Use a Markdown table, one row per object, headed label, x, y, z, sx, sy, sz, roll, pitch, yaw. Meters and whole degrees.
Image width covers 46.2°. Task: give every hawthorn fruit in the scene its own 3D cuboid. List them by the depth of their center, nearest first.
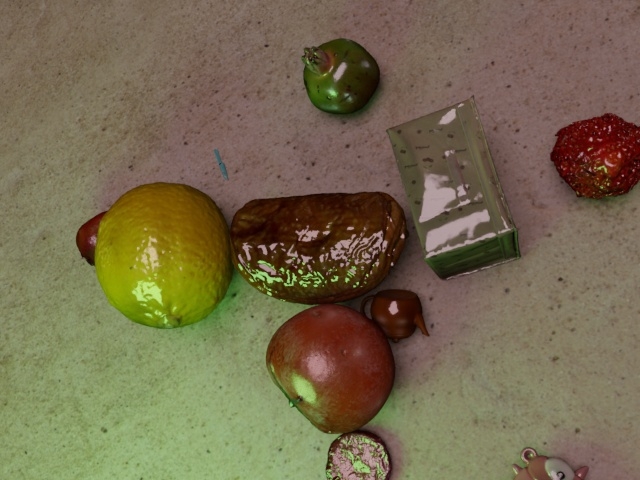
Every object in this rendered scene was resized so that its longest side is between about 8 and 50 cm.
| label | x | y | z | sx | sy | sz | roll | pitch | yaw |
| --- | --- | --- | --- | --- | --- | --- | --- | --- | --- |
| hawthorn fruit | -0.511 | -0.007 | 1.835 | 0.148 | 0.148 | 0.172 | 39 | 83 | 22 |

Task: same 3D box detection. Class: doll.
| label | x | y | z | sx | sy | sz | roll | pitch | yaw |
| --- | --- | --- | --- | --- | --- | --- | --- | --- | --- |
| doll | 0.442 | 0.520 | 1.416 | 0.211 | 0.093 | 0.262 | -14 | 70 | 8 |

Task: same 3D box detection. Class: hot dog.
| label | x | y | z | sx | sy | sz | roll | pitch | yaw |
| --- | --- | --- | --- | --- | --- | --- | --- | --- | --- |
| hot dog | 0.000 | 0.000 | 1.609 | 0.387 | 0.174 | 0.267 | -2 | 51 | 17 |

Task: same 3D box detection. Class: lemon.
| label | x | y | z | sx | sy | sz | roll | pitch | yaw |
| --- | --- | --- | --- | --- | --- | --- | --- | --- | --- |
| lemon | -0.349 | 0.033 | 1.686 | 0.336 | 0.336 | 0.336 | -4 | 76 | 17 |

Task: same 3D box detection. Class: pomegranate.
| label | x | y | z | sx | sy | sz | roll | pitch | yaw |
| --- | --- | --- | --- | --- | --- | --- | --- | --- | --- |
| pomegranate | 0.033 | -0.384 | 1.706 | 0.180 | 0.209 | 0.180 | -12 | 67 | 30 |

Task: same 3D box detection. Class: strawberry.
| label | x | y | z | sx | sy | sz | roll | pitch | yaw |
| --- | --- | --- | --- | --- | --- | --- | --- | --- | --- |
| strawberry | 0.558 | -0.165 | 1.492 | 0.187 | 0.201 | 0.184 | 43 | 111 | 4 |

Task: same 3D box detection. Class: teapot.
| label | x | y | z | sx | sy | sz | roll | pitch | yaw |
| --- | --- | --- | --- | --- | --- | --- | --- | --- | --- |
| teapot | 0.157 | 0.165 | 1.596 | 0.173 | 0.116 | 0.116 | 9 | 80 | 36 |

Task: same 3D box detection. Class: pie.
| label | x | y | z | sx | sy | sz | roll | pitch | yaw |
| --- | --- | --- | --- | --- | --- | --- | --- | --- | --- |
| pie | 0.078 | 0.474 | 1.579 | 0.154 | 0.036 | 0.154 | -4 | 76 | 17 |

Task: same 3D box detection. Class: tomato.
| label | x | y | z | sx | sy | sz | roll | pitch | yaw |
| --- | --- | --- | --- | --- | --- | --- | --- | --- | --- |
| tomato | 0.029 | 0.254 | 1.527 | 0.265 | 0.265 | 0.265 | -4 | 76 | 17 |

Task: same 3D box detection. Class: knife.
| label | x | y | z | sx | sy | sz | roll | pitch | yaw |
| --- | --- | --- | --- | --- | --- | --- | --- | --- | --- |
| knife | -0.246 | -0.189 | 1.860 | 0.014 | 0.005 | 0.091 | -26 | 71 | 13 |

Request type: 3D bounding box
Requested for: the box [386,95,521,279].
| label | x | y | z | sx | sy | sz | roll | pitch | yaw |
| --- | --- | --- | --- | --- | --- | --- | --- | --- | --- |
| box | 0.278 | -0.099 | 1.547 | 0.190 | 0.225 | 0.297 | -17 | 71 | 13 |
